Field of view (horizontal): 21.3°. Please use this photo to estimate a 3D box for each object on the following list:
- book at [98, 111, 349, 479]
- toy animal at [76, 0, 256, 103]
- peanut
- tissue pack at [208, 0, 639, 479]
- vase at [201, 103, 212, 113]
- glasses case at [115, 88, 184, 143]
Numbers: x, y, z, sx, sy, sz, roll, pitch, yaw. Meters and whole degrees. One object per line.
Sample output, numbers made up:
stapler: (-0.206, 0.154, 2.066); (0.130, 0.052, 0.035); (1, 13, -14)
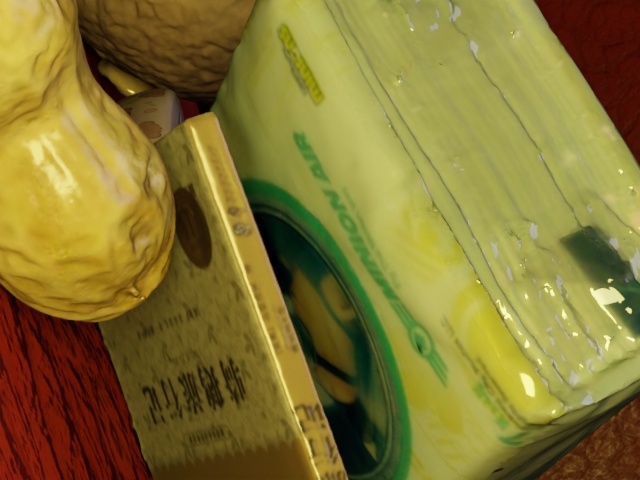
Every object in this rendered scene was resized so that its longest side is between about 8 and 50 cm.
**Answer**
book: (-0.047, 0.106, 0.865); (0.217, 0.021, 0.310); (-24, -94, 63)
toy animal: (-0.078, -0.191, 1.213); (0.358, 0.226, 0.188); (27, 56, -86)
peanut: (-0.128, -0.049, 0.742); (0.098, 0.103, 0.229); (-60, 143, -32)
tissue pack: (0.040, 0.027, 1.005); (0.287, 0.162, 0.388); (61, -26, 16)
vase: (-0.108, -0.159, 1.868); (0.053, 0.053, 0.101); (66, 10, -49)
glasses case: (-0.122, -0.064, 1.123); (0.164, 0.063, 0.041); (-98, 167, -70)
